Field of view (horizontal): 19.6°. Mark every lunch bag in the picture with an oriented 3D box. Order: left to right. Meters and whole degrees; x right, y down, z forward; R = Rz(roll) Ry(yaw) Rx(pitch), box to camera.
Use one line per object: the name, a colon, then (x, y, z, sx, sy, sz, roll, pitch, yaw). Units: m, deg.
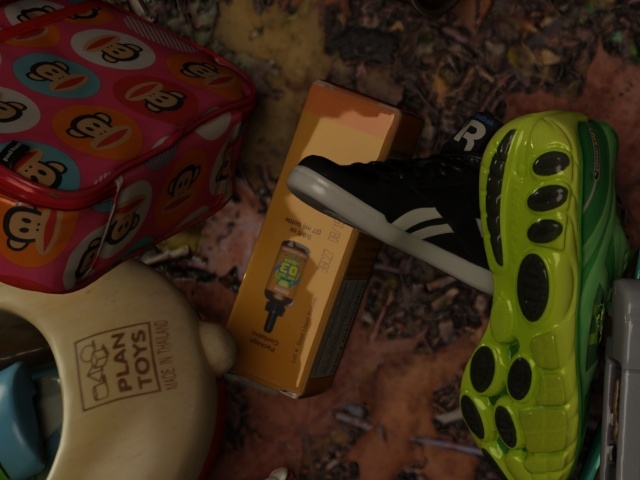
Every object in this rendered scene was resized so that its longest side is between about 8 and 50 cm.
lunch bag: (-0.215, -0.089, 1.378, 0.258, 0.293, 0.120, 28, 121, 18)

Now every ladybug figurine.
ladybug figurine: (-0.247, 0.170, 1.428, 0.449, 0.162, 0.305, -22, 62, 21)

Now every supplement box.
supplement box: (0.000, 0.000, 1.421, 0.078, 0.080, 0.233, 22, 94, 18)

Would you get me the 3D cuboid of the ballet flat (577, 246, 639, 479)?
ballet flat: (0.240, 0.117, 1.346, 0.073, 0.080, 0.232, 15, 94, 5)

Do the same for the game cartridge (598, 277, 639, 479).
game cartridge: (0.294, 0.176, 1.299, 0.198, 0.062, 0.297, 2, 94, -4)

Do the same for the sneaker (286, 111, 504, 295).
sneaker: (0.076, -0.050, 1.348, 0.079, 0.217, 0.121, 26, 90, 50)

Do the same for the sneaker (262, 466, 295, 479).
sneaker: (-0.051, 0.213, 1.452, 0.161, 0.057, 0.075, 8, 75, 19)

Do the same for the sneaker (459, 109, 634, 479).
sneaker: (0.177, 0.049, 1.340, 0.109, 0.123, 0.295, 24, 119, 42)

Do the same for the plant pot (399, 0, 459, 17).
plant pot: (0.027, -0.265, 1.380, 0.165, 0.167, 0.167, 17, 94, 24)
